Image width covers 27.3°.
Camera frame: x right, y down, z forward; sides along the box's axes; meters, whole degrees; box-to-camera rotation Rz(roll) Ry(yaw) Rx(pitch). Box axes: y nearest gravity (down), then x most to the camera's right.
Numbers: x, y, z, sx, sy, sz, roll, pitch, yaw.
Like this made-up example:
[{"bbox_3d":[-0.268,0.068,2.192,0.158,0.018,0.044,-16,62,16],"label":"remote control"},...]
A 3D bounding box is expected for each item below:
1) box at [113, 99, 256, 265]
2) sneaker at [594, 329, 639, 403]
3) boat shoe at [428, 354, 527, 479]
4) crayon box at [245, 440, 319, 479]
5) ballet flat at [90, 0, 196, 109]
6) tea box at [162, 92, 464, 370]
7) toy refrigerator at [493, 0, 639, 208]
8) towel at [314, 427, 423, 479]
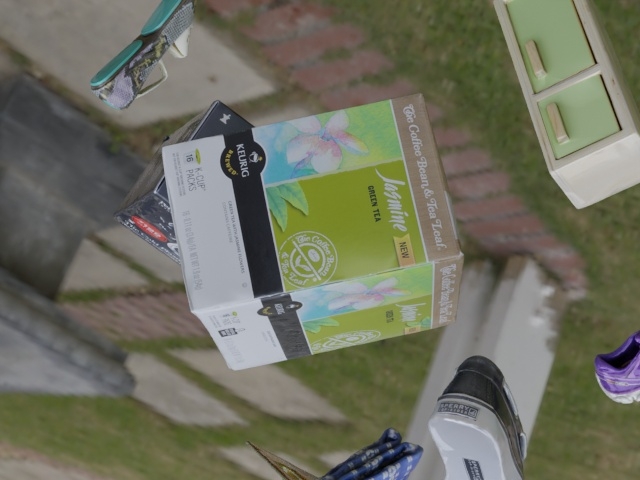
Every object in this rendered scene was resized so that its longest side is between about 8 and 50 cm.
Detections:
[{"bbox_3d":[-0.117,-0.027,2.084,0.343,0.179,0.312,36,163,-12],"label":"box"},{"bbox_3d":[0.382,0.121,1.449,0.170,0.068,0.071,-27,116,14],"label":"sneaker"},{"bbox_3d":[0.190,0.236,1.526,0.108,0.102,0.301,10,147,24],"label":"boat shoe"},{"bbox_3d":[0.071,0.311,1.231,0.323,0.083,0.203,30,176,-16],"label":"crayon box"},{"bbox_3d":[-0.118,-0.137,0.944,0.041,0.114,0.041,33,162,13],"label":"ballet flat"},{"bbox_3d":[0.000,0.000,1.666,0.324,0.219,0.329,-13,163,1],"label":"tea box"},{"bbox_3d":[0.281,-0.179,1.470,0.102,0.269,0.094,-25,142,20],"label":"toy refrigerator"},{"bbox_3d":[-0.073,0.269,0.780,0.040,0.336,0.243,37,133,26],"label":"towel"}]
